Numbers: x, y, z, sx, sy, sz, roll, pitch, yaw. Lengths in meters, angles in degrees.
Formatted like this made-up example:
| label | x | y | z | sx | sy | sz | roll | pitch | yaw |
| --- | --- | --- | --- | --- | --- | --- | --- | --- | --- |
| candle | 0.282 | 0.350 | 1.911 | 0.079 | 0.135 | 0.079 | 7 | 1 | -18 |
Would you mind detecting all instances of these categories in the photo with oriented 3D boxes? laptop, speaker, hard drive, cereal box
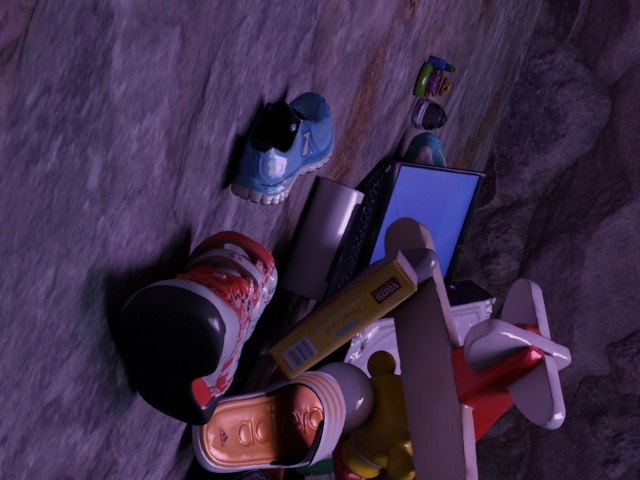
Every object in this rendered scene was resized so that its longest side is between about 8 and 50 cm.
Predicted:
| label | x | y | z | sx | sy | sz | roll | pitch | yaw |
| --- | --- | --- | --- | --- | --- | --- | --- | --- | --- |
| laptop | 0.106 | 0.024 | 2.317 | 0.264 | 0.136 | 0.234 | -48 | 157 | -65 |
| speaker | 0.000 | 0.000 | 1.911 | 0.055 | 0.055 | 0.136 | 28 | 83 | -81 |
| hard drive | 0.096 | 0.182 | 2.375 | 0.339 | 0.064 | 0.237 | -7 | 126 | -52 |
| cereal box | 0.030 | 0.080 | 1.913 | 0.173 | 0.047 | 0.240 | -37 | 180 | 3 |

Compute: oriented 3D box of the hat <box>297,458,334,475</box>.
| label | x | y | z | sx | sy | sz | roll | pitch | yaw |
| --- | --- | --- | --- | --- | --- | --- | --- | --- | --- |
| hat | 0.067 | 0.328 | 2.612 | 0.208 | 0.183 | 0.173 | -46 | 155 | -67 |

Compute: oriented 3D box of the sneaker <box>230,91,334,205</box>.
| label | x | y | z | sx | sy | sz | roll | pitch | yaw |
| --- | --- | --- | --- | --- | --- | --- | --- | --- | --- |
| sneaker | -0.026 | -0.097 | 1.528 | 0.162 | 0.063 | 0.073 | -57 | 162 | -53 |

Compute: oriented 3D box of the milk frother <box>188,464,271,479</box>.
| label | x | y | z | sx | sy | sz | roll | pitch | yaw |
| --- | --- | --- | --- | --- | --- | --- | --- | --- | --- |
| milk frother | -0.093 | 0.322 | 1.833 | 0.129 | 0.135 | 0.143 | -28 | 148 | -25 |

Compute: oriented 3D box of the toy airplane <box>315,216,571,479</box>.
| label | x | y | z | sx | sy | sz | roll | pitch | yaw |
| --- | --- | --- | --- | --- | --- | --- | --- | --- | --- |
| toy airplane | 0.118 | 0.192 | 2.034 | 0.386 | 0.272 | 0.384 | -143 | -116 | -66 |

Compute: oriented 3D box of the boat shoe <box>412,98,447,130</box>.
| label | x | y | z | sx | sy | sz | roll | pitch | yaw |
| --- | --- | --- | --- | --- | --- | --- | --- | --- | --- |
| boat shoe | 0.166 | -0.182 | 2.497 | 0.142 | 0.040 | 0.049 | -14 | 125 | -78 |

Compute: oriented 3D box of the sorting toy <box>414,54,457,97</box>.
| label | x | y | z | sx | sy | sz | roll | pitch | yaw |
| --- | --- | --- | --- | --- | --- | --- | --- | --- | --- |
| sorting toy | 0.166 | -0.227 | 2.391 | 0.102 | 0.042 | 0.061 | -24 | 134 | -77 |

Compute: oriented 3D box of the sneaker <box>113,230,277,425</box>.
| label | x | y | z | sx | sy | sz | roll | pitch | yaw |
| --- | --- | --- | --- | --- | --- | --- | --- | --- | --- |
| sneaker | -0.095 | 0.044 | 1.367 | 0.270 | 0.090 | 0.145 | 98 | 15 | -67 |

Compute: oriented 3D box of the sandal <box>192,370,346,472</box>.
| label | x | y | z | sx | sy | sz | roll | pitch | yaw |
| --- | --- | --- | --- | --- | --- | --- | --- | --- | --- |
| sandal | -0.032 | 0.201 | 1.808 | 0.265 | 0.076 | 0.102 | -8 | 91 | -56 |

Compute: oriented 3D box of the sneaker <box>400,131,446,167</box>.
| label | x | y | z | sx | sy | sz | roll | pitch | yaw |
| --- | --- | --- | --- | --- | --- | --- | --- | --- | --- |
| sneaker | 0.155 | -0.072 | 2.517 | 0.275 | 0.107 | 0.110 | 94 | 5 | -70 |

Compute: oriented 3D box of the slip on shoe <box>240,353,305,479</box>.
| label | x | y | z | sx | sy | sz | roll | pitch | yaw |
| --- | --- | --- | --- | --- | --- | --- | --- | --- | --- |
| slip on shoe | -0.074 | 0.292 | 1.994 | 0.123 | 0.101 | 0.331 | -53 | 163 | -65 |
